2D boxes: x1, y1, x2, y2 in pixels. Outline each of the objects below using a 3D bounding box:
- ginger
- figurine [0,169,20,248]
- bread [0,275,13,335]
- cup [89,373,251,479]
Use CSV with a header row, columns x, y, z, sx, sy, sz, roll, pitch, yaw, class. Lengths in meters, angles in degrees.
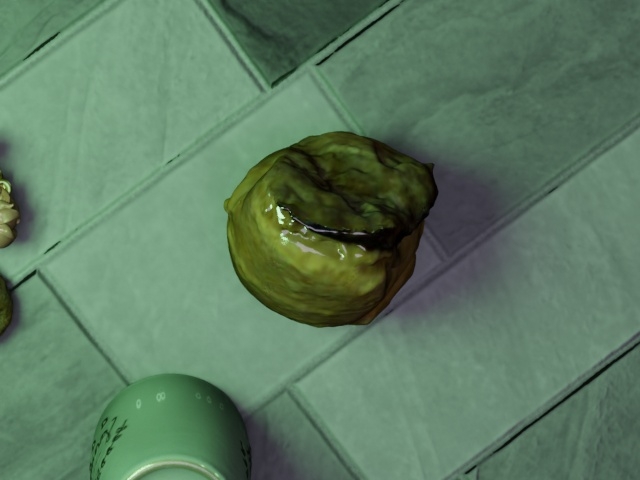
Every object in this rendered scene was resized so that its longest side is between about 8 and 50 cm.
x,y,z,sx,sy,sz,roll,pitch,yaw,class
-0.004,-0.002,1.292,0.200,0.269,0.223,29,124,11,ginger
-0.394,-0.061,1.311,0.126,0.114,0.157,-31,135,28,figurine
-0.400,0.064,1.342,0.113,0.060,0.082,32,95,-10,bread
-0.175,0.303,1.324,0.186,0.234,0.258,14,98,-9,cup
